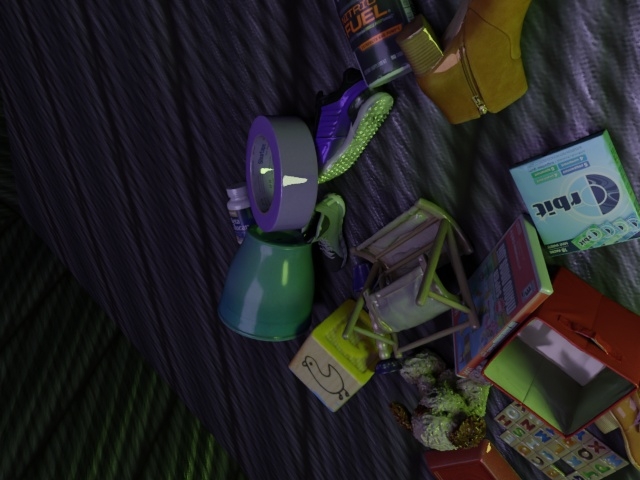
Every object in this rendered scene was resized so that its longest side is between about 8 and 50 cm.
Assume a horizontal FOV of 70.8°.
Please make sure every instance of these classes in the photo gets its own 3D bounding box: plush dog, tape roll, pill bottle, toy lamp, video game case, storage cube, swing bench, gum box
[{"bbox_3d":[0.297,0.394,1.061,0.262,0.225,0.211,-10,107,44],"label":"plush dog"},{"bbox_3d":[-0.101,-0.160,1.089,0.275,0.090,0.275,175,90,-66],"label":"tape roll"},{"bbox_3d":[0.099,-0.418,0.817,0.130,0.130,0.246,-14,104,45],"label":"pill bottle"},{"bbox_3d":[0.137,0.192,1.138,0.080,0.080,0.275,-24,73,46],"label":"toy lamp"},{"bbox_3d":[0.338,0.112,0.884,0.025,0.204,0.285,19,132,-4],"label":"video game case"},{"bbox_3d":[0.449,0.201,0.837,0.183,0.193,0.215,37,134,19],"label":"storage cube"},{"bbox_3d":[0.192,0.089,0.990,0.165,0.255,0.253,24,143,-22],"label":"swing bench"},{"bbox_3d":[0.445,-0.075,0.785,0.157,0.041,0.184,-20,101,46],"label":"gum box"},{"bbox_3d":[-0.220,-0.081,1.324,0.094,0.094,0.169,5,118,39],"label":"pill bottle"}]

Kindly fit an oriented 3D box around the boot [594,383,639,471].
[{"bbox_3d":[0.644,0.365,0.856,0.197,0.073,0.152,41,131,11],"label":"boot"}]

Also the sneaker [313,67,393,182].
[{"bbox_3d":[0.033,-0.255,1.007,0.146,0.102,0.293,53,134,13],"label":"sneaker"}]

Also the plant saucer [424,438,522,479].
[{"bbox_3d":[0.441,0.685,1.243,0.259,0.048,0.258,50,137,4],"label":"plant saucer"}]

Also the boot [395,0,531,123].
[{"bbox_3d":[0.288,-0.318,0.709,0.295,0.104,0.211,-24,132,37],"label":"boot"}]

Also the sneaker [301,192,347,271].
[{"bbox_3d":[0.000,0.000,1.153,0.086,0.132,0.229,17,124,34],"label":"sneaker"}]

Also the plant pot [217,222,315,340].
[{"bbox_3d":[-0.133,0.095,1.250,0.271,0.271,0.255,25,115,28],"label":"plant pot"}]

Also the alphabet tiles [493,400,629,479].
[{"bbox_3d":[0.539,0.472,1.055,0.237,0.009,0.198,37,134,18],"label":"alphabet tiles"}]

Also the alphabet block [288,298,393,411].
[{"bbox_3d":[0.060,0.316,1.248,0.192,0.193,0.197,41,135,13],"label":"alphabet block"}]
